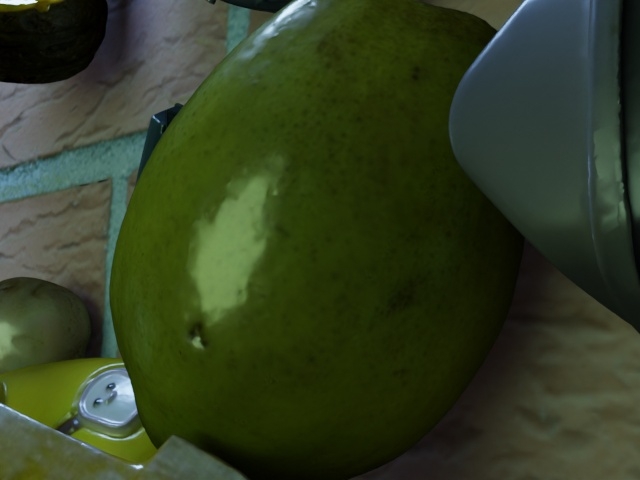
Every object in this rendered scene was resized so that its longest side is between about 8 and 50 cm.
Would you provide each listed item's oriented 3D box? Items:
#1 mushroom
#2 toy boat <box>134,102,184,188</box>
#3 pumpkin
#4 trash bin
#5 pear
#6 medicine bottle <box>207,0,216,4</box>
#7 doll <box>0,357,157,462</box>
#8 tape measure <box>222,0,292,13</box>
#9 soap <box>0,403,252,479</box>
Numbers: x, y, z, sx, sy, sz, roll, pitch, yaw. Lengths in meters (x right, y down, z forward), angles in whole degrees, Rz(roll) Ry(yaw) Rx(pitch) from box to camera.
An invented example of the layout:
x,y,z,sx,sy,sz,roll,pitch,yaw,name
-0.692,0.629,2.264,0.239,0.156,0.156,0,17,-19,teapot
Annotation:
x,y,z,sx,sy,sz,roll,pitch,yaw,name
-0.307,0.106,0.843,0.148,0.112,0.147,-1,85,9,mushroom
-0.120,0.000,0.728,0.093,0.103,0.246,26,114,26,toy boat
-0.320,-0.308,0.881,0.317,0.222,0.139,63,149,29,pumpkin
0.224,-0.042,0.356,0.291,0.209,0.182,-4,72,35,trash bin
0.000,0.000,0.509,0.253,0.253,0.307,26,103,40,pear
-0.059,-0.306,0.738,0.058,0.058,0.199,39,108,38,medicine bottle
-0.192,0.173,0.706,0.363,0.145,0.199,9,55,26,doll
-0.021,-0.299,0.616,0.275,0.147,0.256,31,103,12,tape measure
-0.085,0.236,0.478,0.259,0.281,0.143,21,55,17,soap
